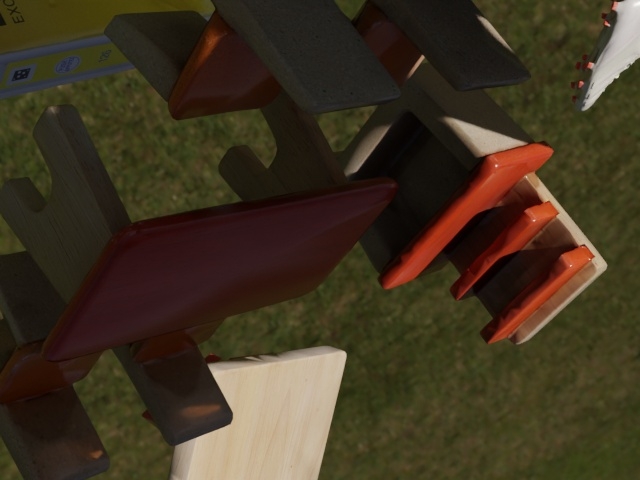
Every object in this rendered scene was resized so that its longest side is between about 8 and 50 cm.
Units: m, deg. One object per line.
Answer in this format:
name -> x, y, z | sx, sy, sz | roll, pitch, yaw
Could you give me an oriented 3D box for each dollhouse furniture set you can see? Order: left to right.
dollhouse furniture set -> 0.000, 0.000, 0.506 | 0.259, 0.135, 0.262 | -14, 152, -45

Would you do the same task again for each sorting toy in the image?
sorting toy -> -0.099, 0.232, 1.189 | 0.255, 0.089, 0.257 | 1, 105, -60

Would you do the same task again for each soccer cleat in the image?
soccer cleat -> 0.403, -0.252, 1.588 | 0.076, 0.068, 0.196 | 14, 132, -5

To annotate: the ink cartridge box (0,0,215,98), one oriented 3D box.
ink cartridge box -> -0.255, -0.232, 0.793 | 0.307, 0.304, 0.072 | -20, 160, -39
